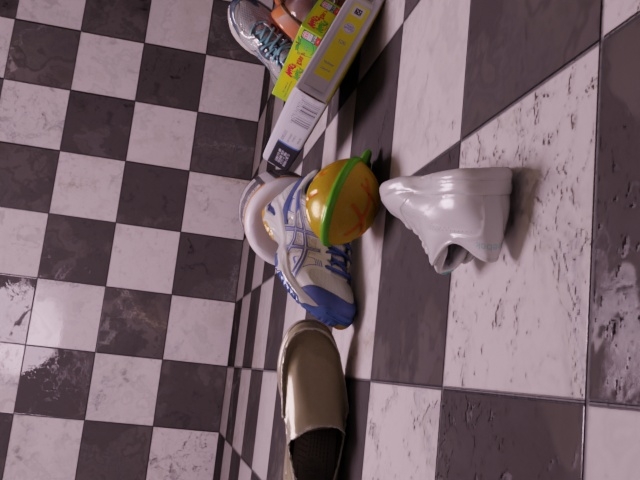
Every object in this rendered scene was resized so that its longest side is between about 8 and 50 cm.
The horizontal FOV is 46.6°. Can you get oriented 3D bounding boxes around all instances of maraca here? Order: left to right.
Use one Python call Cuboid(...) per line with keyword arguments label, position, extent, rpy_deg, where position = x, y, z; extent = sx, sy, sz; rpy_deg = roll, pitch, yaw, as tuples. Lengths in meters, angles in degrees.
Cuboid(label="maraca", position=(0.038, -0.061, 1.040), extent=(0.186, 0.099, 0.127), rpy_deg=(-48, -23, -60))

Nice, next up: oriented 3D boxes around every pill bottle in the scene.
Cuboid(label="pill bottle", position=(-0.073, -0.051, 1.410), extent=(0.278, 0.162, 0.162), rpy_deg=(-134, 53, -77))

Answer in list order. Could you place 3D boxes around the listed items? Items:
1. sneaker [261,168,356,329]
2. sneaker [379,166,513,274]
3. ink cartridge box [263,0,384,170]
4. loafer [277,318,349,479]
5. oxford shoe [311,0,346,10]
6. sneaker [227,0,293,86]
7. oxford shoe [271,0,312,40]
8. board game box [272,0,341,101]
Cuboid(label="sneaker", position=(0.000, 0.000, 1.135), extent=(0.131, 0.112, 0.296), rpy_deg=(-43, 44, 17))
Cuboid(label="sneaker", position=(0.110, -0.016, 0.700), extent=(0.212, 0.080, 0.094), rpy_deg=(-177, 84, -78))
Cuboid(label="ink cartridge box", position=(0.017, -0.302, 1.289), extent=(0.307, 0.072, 0.303), rpy_deg=(-60, 3, -19))
Cuboid(label="loafer", position=(-0.005, 0.243, 1.035), extent=(0.092, 0.101, 0.269), rpy_deg=(147, 121, -74))
Cuboid(label="oxford shoe", position=(0.038, -0.456, 1.375), extent=(0.076, 0.076, 0.212), rpy_deg=(65, 154, 18))
Cuboid(label="sneaker", position=(-0.093, -0.431, 1.666), extent=(0.110, 0.283, 0.122), rpy_deg=(-44, 24, -5))
Cuboid(label="oxford shoe", position=(-0.022, -0.547, 1.716), extent=(0.133, 0.130, 0.364), rpy_deg=(-44, 19, 18))
Cuboid(label="board game box", position=(-0.028, -0.341, 1.347), extent=(0.092, 0.043, 0.181), rpy_deg=(-62, 4, -35))
